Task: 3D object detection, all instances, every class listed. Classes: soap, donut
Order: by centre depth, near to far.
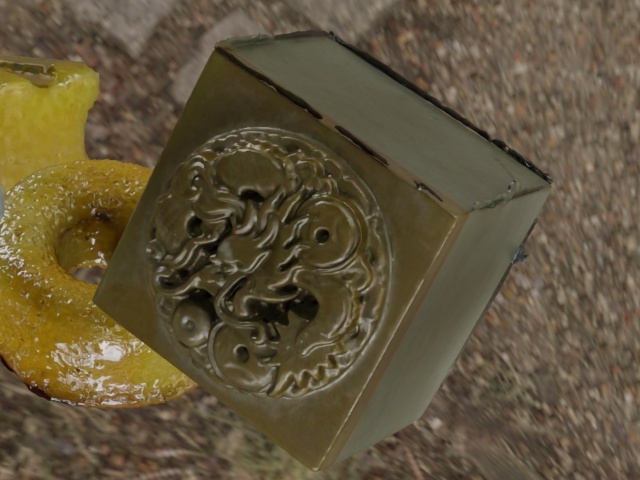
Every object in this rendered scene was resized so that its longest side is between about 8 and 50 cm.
[{"bbox_3d":[-0.114,0.017,0.991,0.152,0.058,0.152,5,44,-5],"label":"donut"},{"bbox_3d":[-0.319,-0.075,1.242,0.324,0.204,0.096,9,104,40],"label":"soap"}]

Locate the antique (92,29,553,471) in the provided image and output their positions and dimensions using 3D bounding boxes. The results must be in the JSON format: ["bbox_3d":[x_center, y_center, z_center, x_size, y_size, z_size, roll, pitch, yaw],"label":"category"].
[{"bbox_3d":[0.000,0.000,0.862,0.146,0.148,0.152,35,112,19],"label":"antique"}]

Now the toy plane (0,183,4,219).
[{"bbox_3d":[-0.253,-0.039,0.773,0.118,0.252,0.252,-30,65,48],"label":"toy plane"}]
